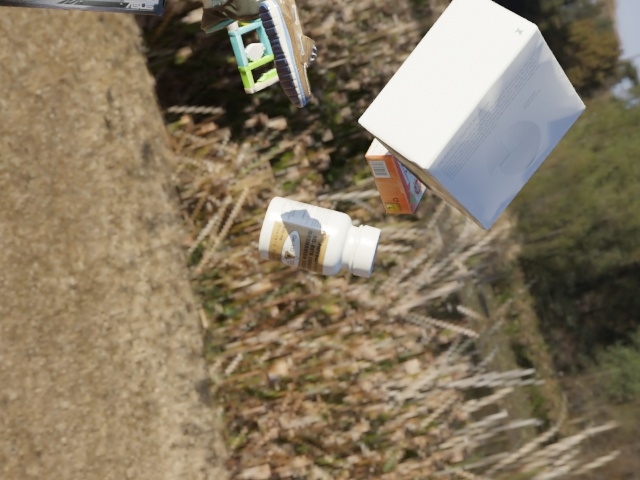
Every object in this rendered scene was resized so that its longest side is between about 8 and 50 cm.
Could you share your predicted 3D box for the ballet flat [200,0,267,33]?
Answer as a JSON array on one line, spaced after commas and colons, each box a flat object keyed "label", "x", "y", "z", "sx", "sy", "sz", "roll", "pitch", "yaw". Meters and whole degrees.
[{"label": "ballet flat", "x": -0.160, "y": -0.451, "z": 1.885, "sx": 0.280, "sy": 0.095, "sz": 0.096, "roll": 10, "pitch": -56, "yaw": 61}]

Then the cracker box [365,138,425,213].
[{"label": "cracker box", "x": 0.180, "y": -0.187, "z": 2.065, "sx": 0.232, "sy": 0.067, "sz": 0.156, "roll": -60, "pitch": 141, "yaw": -38}]

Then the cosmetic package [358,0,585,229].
[{"label": "cosmetic package", "x": 0.206, "y": -0.170, "z": 1.348, "sx": 0.138, "sy": 0.224, "sz": 0.224, "roll": 40, "pitch": 3, "yaw": 34}]

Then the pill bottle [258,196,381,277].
[{"label": "pill bottle", "x": 0.000, "y": 0.000, "z": 2.040, "sx": 0.131, "sy": 0.229, "sz": 0.131, "roll": 14, "pitch": 90, "yaw": -85}]

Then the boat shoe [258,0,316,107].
[{"label": "boat shoe", "x": -0.041, "y": -0.313, "z": 1.665, "sx": 0.066, "sy": 0.066, "sz": 0.183, "roll": 21, "pitch": -49, "yaw": 62}]

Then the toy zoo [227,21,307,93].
[{"label": "toy zoo", "x": -0.143, "y": -0.530, "z": 2.458, "sx": 0.192, "sy": 0.030, "sz": 0.293, "roll": -31, "pitch": 118, "yaw": -33}]

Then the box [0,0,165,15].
[{"label": "box", "x": -0.333, "y": -0.371, "z": 1.352, "sx": 0.183, "sy": 0.231, "sz": 0.056, "roll": -111, "pitch": -153, "yaw": -49}]
